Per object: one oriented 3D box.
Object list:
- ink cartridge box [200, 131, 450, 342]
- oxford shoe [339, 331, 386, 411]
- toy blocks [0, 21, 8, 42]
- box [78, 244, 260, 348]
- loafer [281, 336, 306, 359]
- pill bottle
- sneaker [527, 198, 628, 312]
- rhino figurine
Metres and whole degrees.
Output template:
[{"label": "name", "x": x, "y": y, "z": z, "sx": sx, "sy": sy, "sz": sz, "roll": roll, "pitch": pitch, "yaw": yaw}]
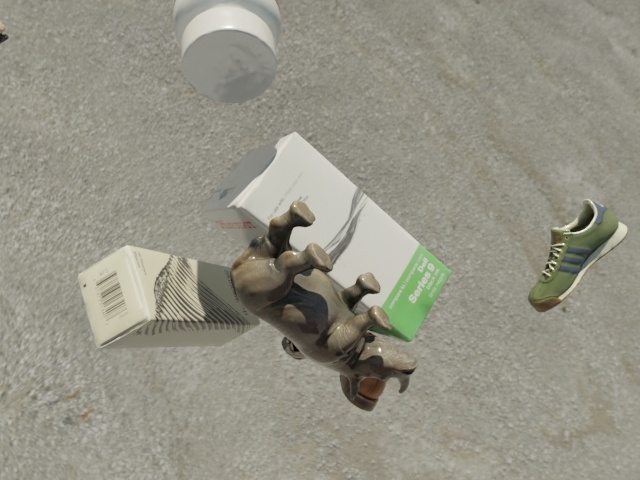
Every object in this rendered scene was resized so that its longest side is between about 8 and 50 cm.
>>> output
[{"label": "ink cartridge box", "x": 0.000, "y": 0.000, "z": 0.736, "sx": 0.289, "sy": 0.211, "sz": 0.122, "roll": 40, "pitch": 75, "yaw": -20}, {"label": "oxford shoe", "x": 0.059, "y": 0.165, "z": 0.826, "sx": 0.076, "sy": 0.212, "sz": 0.076, "roll": 24, "pitch": 106, "yaw": -24}, {"label": "toy blocks", "x": -0.590, "y": -0.259, "z": 0.552, "sx": 0.260, "sy": 0.288, "sz": 0.309, "roll": -88, "pitch": 153, "yaw": -52}, {"label": "box", "x": -0.207, "y": 0.092, "z": 0.784, "sx": 0.113, "sy": 0.094, "sz": 0.275, "roll": 66, "pitch": 17, "yaw": 17}, {"label": "loafer", "x": -0.022, "y": 0.153, "z": 0.783, "sx": 0.039, "sy": 0.125, "sz": 0.045, "roll": 39, "pitch": 68, "yaw": -32}, {"label": "pill bottle", "x": -0.108, "y": -0.274, "z": 0.615, "sx": 0.121, "sy": 0.121, "sz": 0.221, "roll": 10, "pitch": 54, "yaw": -29}, {"label": "sneaker", "x": 0.383, "y": 0.017, "z": 0.837, "sx": 0.086, "sy": 0.064, "sz": 0.192, "roll": 44, "pitch": 93, "yaw": -11}, {"label": "rhino figurine", "x": 0.013, "y": 0.079, "z": 0.519, "sx": 0.243, "sy": 0.106, "sz": 0.073, "roll": 47, "pitch": 25, "yaw": -25}]
